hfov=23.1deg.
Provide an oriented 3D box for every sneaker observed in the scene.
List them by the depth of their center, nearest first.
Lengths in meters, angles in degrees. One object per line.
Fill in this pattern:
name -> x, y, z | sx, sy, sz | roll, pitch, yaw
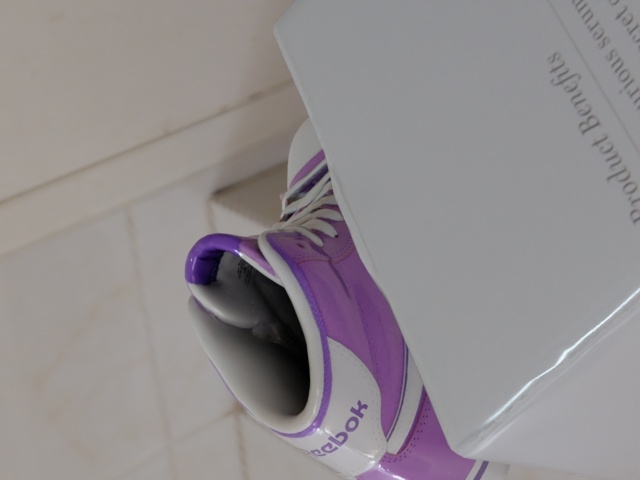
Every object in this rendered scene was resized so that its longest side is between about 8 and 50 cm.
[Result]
sneaker -> 0.001, 0.000, 0.797 | 0.102, 0.161, 0.282 | -45, 37, 24

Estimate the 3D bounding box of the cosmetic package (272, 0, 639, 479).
cosmetic package -> 0.207, -0.129, 0.560 | 0.453, 0.161, 0.230 | -43, 49, 28
